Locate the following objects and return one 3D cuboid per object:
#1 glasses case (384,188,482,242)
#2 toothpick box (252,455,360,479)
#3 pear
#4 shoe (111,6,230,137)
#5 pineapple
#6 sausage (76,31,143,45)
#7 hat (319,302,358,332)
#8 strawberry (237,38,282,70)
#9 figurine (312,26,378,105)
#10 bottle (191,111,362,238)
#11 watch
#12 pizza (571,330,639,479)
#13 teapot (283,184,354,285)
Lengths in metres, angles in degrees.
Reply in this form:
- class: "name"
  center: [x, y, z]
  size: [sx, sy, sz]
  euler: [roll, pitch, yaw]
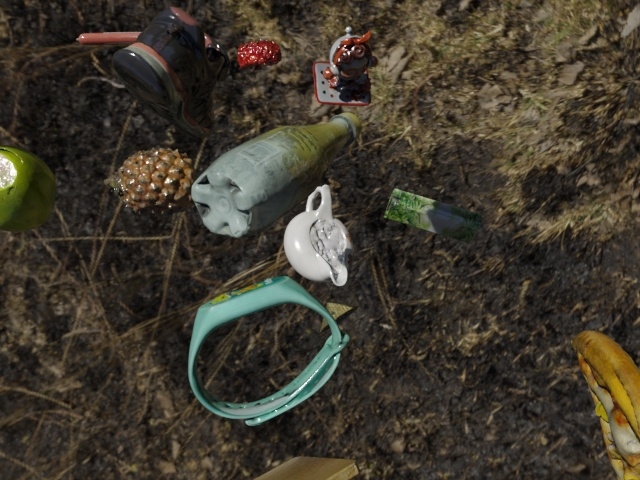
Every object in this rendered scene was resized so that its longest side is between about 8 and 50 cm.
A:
- class: "glasses case"
  center: [0.337, -0.076, 1.612]
  size: [0.272, 0.062, 0.095]
  euler: [18, 150, 2]
- class: "toothpick box"
  center: [-0.010, 0.522, 0.834]
  size: [0.188, 0.190, 0.307]
  euler: [-25, 83, 49]
- class: "pear"
  center: [-0.669, -0.106, 1.176]
  size: [0.187, 0.187, 0.219]
  euler: [44, 160, 12]
- class: "shoe"
  center: [-0.201, -0.243, 0.783]
  size: [0.114, 0.291, 0.137]
  euler: [34, 86, 0]
- class: "pineapple"
  center: [-0.374, -0.130, 1.185]
  size: [0.166, 0.193, 0.166]
  euler: [178, 90, -68]
- class: "sausage"
  center: [-0.484, -0.496, 1.319]
  size: [0.223, 0.029, 0.029]
  euler: [-4, 106, -6]
- class: "hat"
  center: [0.040, 0.220, 1.664]
  size: [0.146, 0.146, 0.067]
  euler: [-43, 75, 32]
- class: "strawberry"
  center: [-0.191, -0.583, 1.684]
  size: [0.145, 0.145, 0.086]
  euler: [3, 101, 30]
- class: "figurine"
  center: [0.090, -0.535, 1.607]
  size: [0.226, 0.184, 0.160]
  euler: [120, 147, -67]
- class: "bottle"
  center: [-0.028, -0.087, 0.589]
  size: [0.083, 0.270, 0.083]
  euler: [15, 122, 25]
- class: "watch"
  center: [-0.078, 0.157, 0.788]
  size: [0.237, 0.068, 0.195]
  euler: [-21, 96, -10]
- class: "pizza"
  center: [0.300, 0.178, 0.550]
  size: [0.036, 0.184, 0.176]
  euler: [-11, 113, 11]
- class: "teapot"
  center: [0.000, 0.000, 1.453]
  size: [0.139, 0.205, 0.297]
  euler: [-42, 56, 53]
